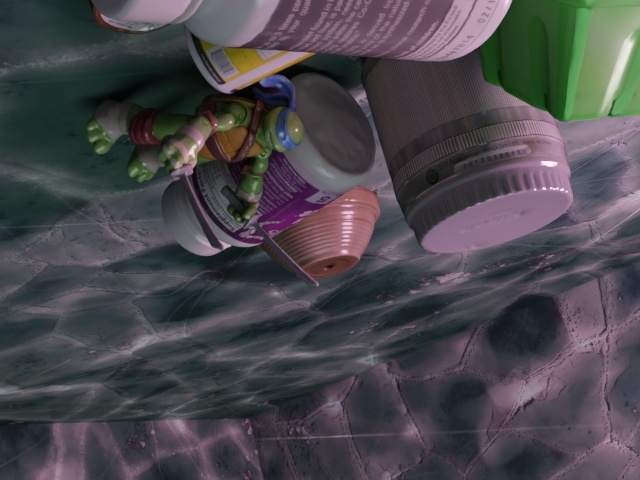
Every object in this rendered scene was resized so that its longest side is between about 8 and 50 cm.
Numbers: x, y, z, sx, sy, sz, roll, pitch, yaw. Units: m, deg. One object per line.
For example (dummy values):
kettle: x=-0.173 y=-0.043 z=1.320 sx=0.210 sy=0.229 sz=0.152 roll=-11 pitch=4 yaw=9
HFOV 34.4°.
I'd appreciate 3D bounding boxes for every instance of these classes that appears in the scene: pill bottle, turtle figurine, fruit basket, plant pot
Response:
pill bottle: x=-0.016 y=-0.269 z=0.922 sx=0.361 sy=0.204 sz=0.204 roll=-3 pitch=158 yaw=-32
turtle figurine: x=-0.155 y=-0.077 z=1.262 sx=0.266 sy=0.275 sz=0.197 roll=9 pitch=-166 yaw=33
fruit basket: x=0.364 y=-0.324 z=1.094 sx=0.392 sy=0.283 sz=0.392 roll=-10 pitch=118 yaw=-20
plant pot: x=0.000 y=0.000 z=1.860 sx=0.237 sy=0.110 sz=0.237 roll=-13 pitch=162 yaw=-4
pill bottle: x=-0.082 y=-0.092 z=1.436 sx=0.301 sy=0.169 sz=0.169 roll=-29 pitch=157 yaw=37
pill bottle: x=-0.049 y=-0.241 z=1.134 sx=0.184 sy=0.103 sz=0.103 roll=-22 pitch=160 yaw=20

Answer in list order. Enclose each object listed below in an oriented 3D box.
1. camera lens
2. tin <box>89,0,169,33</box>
camera lens: x=0.183 y=-0.146 z=1.316 sx=0.219 sy=0.274 sz=0.219 roll=-13 pitch=161 yaw=-5
tin: x=-0.160 y=-0.273 z=1.067 sx=0.189 sy=0.040 sz=0.106 roll=-28 pitch=162 yaw=34
